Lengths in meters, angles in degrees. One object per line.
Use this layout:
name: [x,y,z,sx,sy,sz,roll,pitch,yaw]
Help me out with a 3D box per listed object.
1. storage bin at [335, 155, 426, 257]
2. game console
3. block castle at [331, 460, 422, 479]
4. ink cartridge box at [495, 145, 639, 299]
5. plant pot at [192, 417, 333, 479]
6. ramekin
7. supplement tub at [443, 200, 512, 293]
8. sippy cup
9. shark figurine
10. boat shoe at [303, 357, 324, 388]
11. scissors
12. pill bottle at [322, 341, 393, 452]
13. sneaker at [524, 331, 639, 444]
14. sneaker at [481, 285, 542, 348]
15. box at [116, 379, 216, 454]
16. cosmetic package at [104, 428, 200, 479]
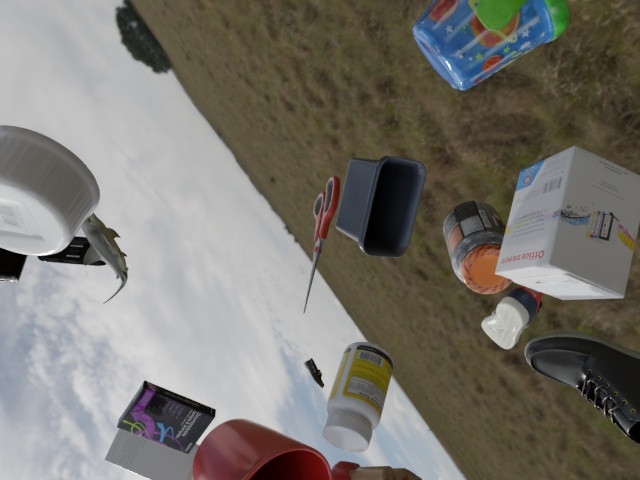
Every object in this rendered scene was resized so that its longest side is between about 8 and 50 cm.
storage bin: [0.081,-0.055,0.768,0.098,0.135,0.091,4,-166,-35]
game console: [-0.793,0.033,1.577,0.044,0.360,0.213,107,163,-48]
block castle: [0.178,0.793,1.447,0.453,0.212,0.303,44,-136,-34]
ink cartridge box: [0.470,-0.022,1.034,0.168,0.233,0.171,21,168,-10]
plant pot: [-0.148,0.540,1.228,0.243,0.275,0.275,12,144,52]
ramekin: [-0.626,-0.091,1.150,0.277,0.277,0.135,55,-148,-41]
supplement tub: [0.493,0.019,1.696,0.194,0.193,0.316,55,-160,-21]
sippy cup: [0.310,-0.422,1.058,0.240,0.224,0.305,58,-166,28]
shark figurine: [-0.598,0.053,1.506,0.278,0.116,0.166,56,177,16]
boat shoe: [-0.016,0.464,1.914,0.125,0.038,0.046,49,176,47]
scissors: [0.000,0.000,1.138,0.021,0.109,0.297,21,-123,-20]
pill bottle: [0.080,0.333,1.174,0.119,0.119,0.209,55,-141,-28]
sneaker: [0.400,0.208,0.781,0.221,0.118,0.083,10,128,27]
sneaker: [0.636,0.241,1.780,0.131,0.148,0.350,45,164,18]
box: [-0.311,0.361,1.108,0.162,0.116,0.029,29,-162,-20]
cosmetic package: [-0.415,0.546,1.396,0.230,0.118,0.085,17,159,13]
